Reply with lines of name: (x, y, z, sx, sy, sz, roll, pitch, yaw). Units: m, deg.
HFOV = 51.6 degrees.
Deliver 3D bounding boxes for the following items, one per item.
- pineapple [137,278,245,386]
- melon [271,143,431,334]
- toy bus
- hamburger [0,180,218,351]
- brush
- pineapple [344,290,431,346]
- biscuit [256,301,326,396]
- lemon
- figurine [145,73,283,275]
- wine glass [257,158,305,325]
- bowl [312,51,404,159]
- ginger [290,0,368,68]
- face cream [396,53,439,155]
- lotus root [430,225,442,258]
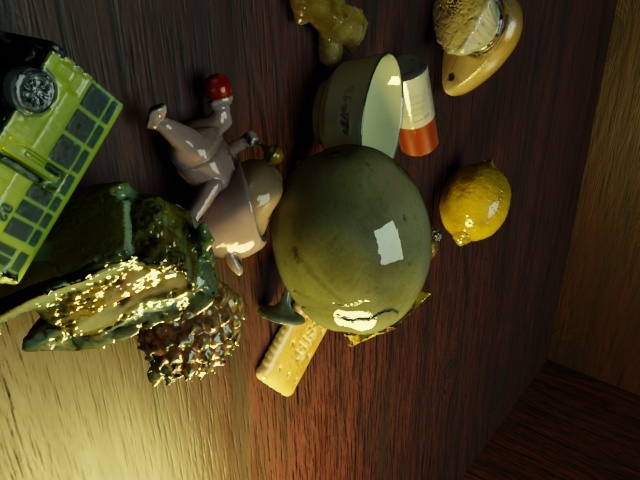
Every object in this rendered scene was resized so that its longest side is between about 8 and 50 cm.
pineapple: (-0.210, 0.144, 1.043, 0.193, 0.166, 0.166, -57, 145, -14)
melon: (0.054, 0.005, 1.112, 0.268, 0.268, 0.331, -38, 125, -40)
toy bus: (-0.351, -0.085, 0.736, 0.262, 0.128, 0.150, -64, 147, -11)
hamburger: (-0.273, 0.026, 0.855, 0.192, 0.287, 0.168, -101, 168, -45)
brush: (0.336, -0.460, 1.531, 0.166, 0.174, 0.267, -5, 128, -41)
pineapple: (0.115, 0.154, 1.599, 0.249, 0.164, 0.140, -37, 174, -35)
biscuit: (-0.041, 0.211, 1.441, 0.250, 0.030, 0.160, -60, 146, -15)
lemon: (0.422, -0.104, 1.810, 0.188, 0.188, 0.257, 32, 79, -57)
figurine: (-0.145, -0.095, 1.003, 0.176, 0.186, 0.288, -99, 172, -67)
wine glass: (0.000, 0.000, 1.345, 0.264, 0.096, 0.310, -1, 107, -61)
bowl: (0.065, -0.236, 1.243, 0.237, 0.126, 0.238, 11, 90, -70)
ginger: (-0.006, -0.414, 1.124, 0.118, 0.065, 0.299, -52, 145, -3)
face cream: (0.204, -0.295, 1.468, 0.096, 0.095, 0.214, -52, 144, -26)
lotus root: (0.222, 0.029, 1.685, 0.190, 0.094, 0.108, -37, 96, -25)
